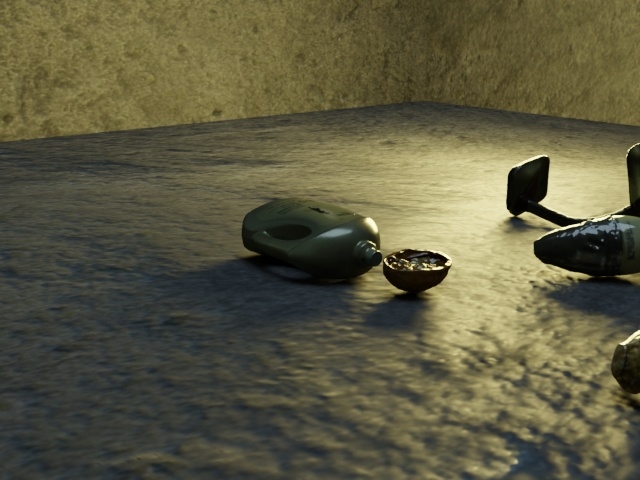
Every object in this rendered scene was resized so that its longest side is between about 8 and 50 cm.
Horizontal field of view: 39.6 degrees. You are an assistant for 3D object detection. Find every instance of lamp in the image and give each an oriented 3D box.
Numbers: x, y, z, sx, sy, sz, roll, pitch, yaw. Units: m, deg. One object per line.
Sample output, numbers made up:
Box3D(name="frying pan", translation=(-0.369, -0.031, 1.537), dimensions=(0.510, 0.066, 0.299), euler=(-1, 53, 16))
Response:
Box3D(name="lamp", translation=(0.467, 0.010, 1.437), dimensions=(0.250, 0.101, 0.101), euler=(-5, 15, 2))
Box3D(name="lamp", translation=(0.509, -0.114, 1.740), dimensions=(0.283, 0.203, 0.124), euler=(18, 40, 34))

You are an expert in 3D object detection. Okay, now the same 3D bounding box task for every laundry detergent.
Box3D(name="laundry detergent", translation=(0.000, 0.000, 1.414), dimensions=(0.181, 0.091, 0.253), euler=(-12, 21, -38))

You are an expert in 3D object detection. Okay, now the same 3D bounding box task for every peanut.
Box3D(name="peanut", translation=(0.423, 0.139, 0.971), dimensions=(0.206, 0.087, 0.087), euler=(4, 15, 4))

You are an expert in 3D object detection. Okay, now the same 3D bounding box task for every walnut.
Box3D(name="walnut", translation=(0.143, 0.050, 1.322), dimensions=(0.121, 0.052, 0.091), euler=(-13, 23, -40))
